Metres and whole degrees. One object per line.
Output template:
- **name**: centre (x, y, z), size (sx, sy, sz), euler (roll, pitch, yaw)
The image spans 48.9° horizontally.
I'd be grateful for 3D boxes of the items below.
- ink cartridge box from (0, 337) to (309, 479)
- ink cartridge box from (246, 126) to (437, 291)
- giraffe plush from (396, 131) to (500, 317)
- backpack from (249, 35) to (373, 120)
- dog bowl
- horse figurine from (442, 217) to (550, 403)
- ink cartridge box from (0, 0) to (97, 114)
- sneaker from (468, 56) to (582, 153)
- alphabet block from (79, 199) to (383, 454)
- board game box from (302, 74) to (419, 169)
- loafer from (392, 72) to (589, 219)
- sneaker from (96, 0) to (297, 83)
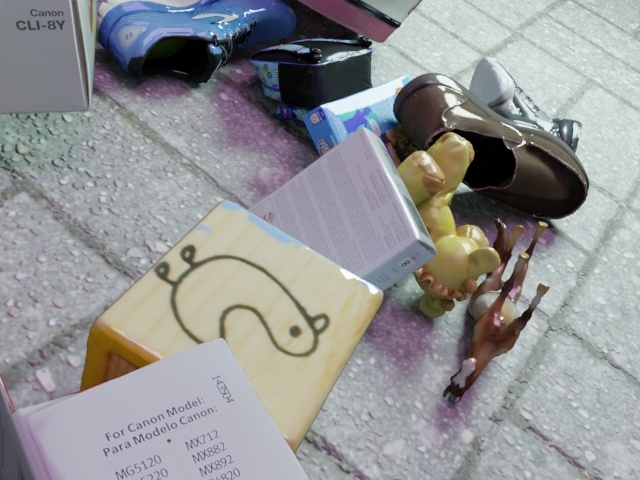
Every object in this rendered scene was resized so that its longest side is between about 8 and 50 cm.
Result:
- **ink cartridge box**: centre (-0.118, 0.217, 0.453), size (0.130, 0.309, 0.272), euler (-15, 56, -36)
- **ink cartridge box**: centre (0.000, 0.000, 0.830), size (0.066, 0.232, 0.189), euler (31, 29, -45)
- **giraffe plush**: centre (0.147, -0.006, 0.901), size (0.210, 0.181, 0.170), euler (-38, 78, -19)
- **backpack**: centre (-0.021, -0.255, 1.108), size (0.173, 0.117, 0.158), euler (15, 30, 38)
- **dog bowl**: centre (0.002, -0.498, 1.246), size (0.408, 0.150, 0.408), euler (28, 20, -11)
- **horse figurine**: centre (0.228, 0.072, 0.891), size (0.066, 0.174, 0.263), euler (23, 29, 3)
- **ink cartridge box**: centre (-0.429, -0.315, 0.872), size (0.279, 0.160, 0.385), euler (-5, 41, -12)
- **sneaker**: centre (0.371, -0.219, 1.272), size (0.153, 0.101, 0.269), euler (4, 53, -23)
- **alphabet block**: centre (-0.085, 0.116, 0.656), size (0.192, 0.193, 0.197), euler (29, 43, 7)
- **board game box**: centre (0.088, -0.145, 1.048), size (0.210, 0.047, 0.160), euler (-28, 95, -41)
- **loafer**: centre (0.262, -0.107, 1.053), size (0.366, 0.134, 0.130), euler (22, 41, -24)
- **sneaker**: centre (-0.174, -0.310, 1.103), size (0.330, 0.130, 0.147), euler (-20, 67, -29)
